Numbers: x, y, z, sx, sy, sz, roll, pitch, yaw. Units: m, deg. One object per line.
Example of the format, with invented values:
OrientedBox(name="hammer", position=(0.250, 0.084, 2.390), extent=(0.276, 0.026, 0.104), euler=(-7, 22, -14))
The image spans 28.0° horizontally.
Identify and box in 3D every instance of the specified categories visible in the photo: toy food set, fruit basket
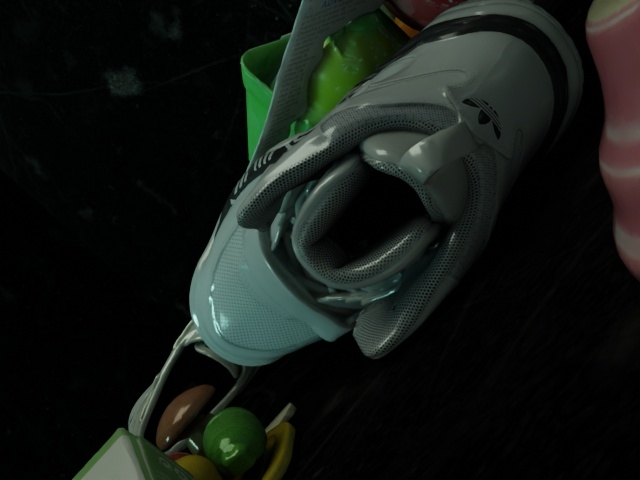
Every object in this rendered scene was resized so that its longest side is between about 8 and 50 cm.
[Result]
OrientedBox(name="toy food set", position=(-0.081, 0.143, 0.783), extent=(0.128, 0.071, 0.218), euler=(-47, 3, 3))
OrientedBox(name="fruit basket", position=(0.074, -0.187, 0.989), extent=(0.327, 0.165, 0.353), euler=(-29, -33, -38))

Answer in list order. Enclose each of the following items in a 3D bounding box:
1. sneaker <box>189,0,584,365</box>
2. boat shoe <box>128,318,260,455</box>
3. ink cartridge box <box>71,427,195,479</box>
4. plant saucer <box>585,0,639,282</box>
OrientedBox(name="sneaker", position=(0.000, 0.000, 0.824), extent=(0.366, 0.137, 0.210), euler=(-41, 3, 36))
OrientedBox(name="boat shoe", position=(-0.102, 0.111, 1.302), extent=(0.267, 0.096, 0.088), euler=(-49, 7, -7))
OrientedBox(name="ink cartridge box", position=(-0.102, 0.200, 0.528), extent=(0.171, 0.056, 0.235), euler=(-47, 27, 2))
OrientedBox(name="plant saucer", position=(0.185, -0.122, 0.332), extent=(0.332, 0.084, 0.332), euler=(-48, 2, 2))
